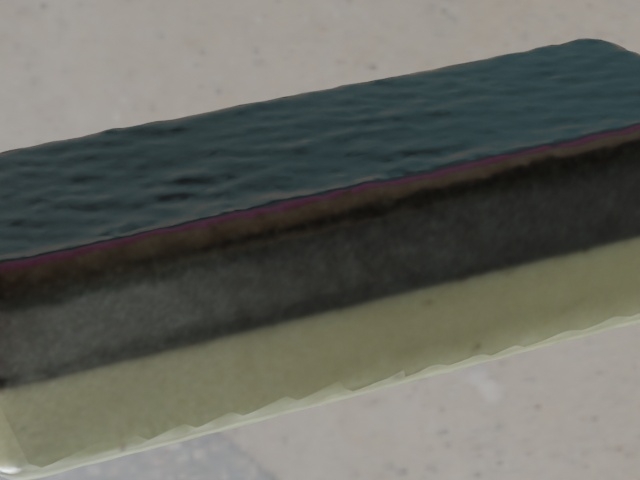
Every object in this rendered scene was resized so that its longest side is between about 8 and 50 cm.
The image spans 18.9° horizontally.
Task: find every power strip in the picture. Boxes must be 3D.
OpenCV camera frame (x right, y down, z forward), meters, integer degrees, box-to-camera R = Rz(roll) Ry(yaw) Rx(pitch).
[{"bbox_3d":[0.000,0.000,0.571,0.105,0.257,0.070,-141,44,-62],"label":"power strip"}]
